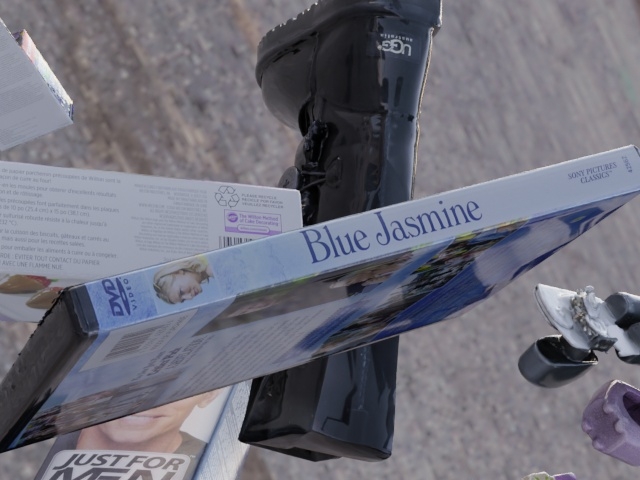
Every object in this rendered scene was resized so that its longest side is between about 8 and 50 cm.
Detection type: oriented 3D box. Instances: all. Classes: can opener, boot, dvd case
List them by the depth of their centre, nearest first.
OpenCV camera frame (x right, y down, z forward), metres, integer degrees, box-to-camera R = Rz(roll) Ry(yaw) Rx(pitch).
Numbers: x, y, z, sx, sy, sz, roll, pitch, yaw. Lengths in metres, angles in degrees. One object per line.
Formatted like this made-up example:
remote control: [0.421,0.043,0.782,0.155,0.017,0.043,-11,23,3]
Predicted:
dvd case: [-0.007,0.027,0.635,0.253,0.180,0.022,-15,76,-27]
can opener: [0.281,0.092,1.416,0.280,0.093,0.074,8,42,-44]
boot: [0.000,0.000,1.516,0.367,0.146,0.445,142,-46,-74]

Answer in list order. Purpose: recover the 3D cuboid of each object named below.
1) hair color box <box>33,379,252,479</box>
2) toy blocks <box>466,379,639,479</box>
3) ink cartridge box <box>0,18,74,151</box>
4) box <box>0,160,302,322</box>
hair color box: [-0.182,0.231,1.578,0.347,0.174,0.105,-68,154,-56]
toy blocks: [0.214,0.323,1.361,0.260,0.309,0.288,2,48,-46]
ink cartridge box: [-0.235,-0.123,1.105,0.029,0.063,0.115,-97,163,-48]
box: [-0.168,0.000,0.754,0.063,0.324,0.067,126,-36,-58]
